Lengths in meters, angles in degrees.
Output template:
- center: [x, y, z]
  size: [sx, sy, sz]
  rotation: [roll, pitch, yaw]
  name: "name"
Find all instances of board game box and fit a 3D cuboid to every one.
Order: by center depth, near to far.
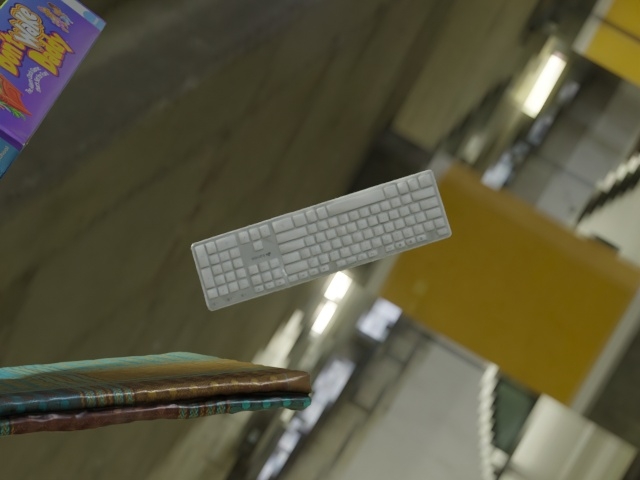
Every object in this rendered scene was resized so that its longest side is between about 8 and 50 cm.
- center: [-0.291, -0.063, 1.496]
  size: [0.233, 0.078, 0.347]
  rotation: [-50, 10, 18]
  name: "board game box"

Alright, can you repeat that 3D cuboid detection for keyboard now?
- center: [0.000, 0.000, 1.921]
  size: [0.256, 0.072, 0.014]
  rotation: [-17, -6, 4]
  name: "keyboard"

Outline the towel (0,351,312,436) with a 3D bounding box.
- center: [-0.183, 0.121, 1.480]
  size: [0.370, 0.271, 0.040]
  rotation: [176, 89, -72]
  name: "towel"
